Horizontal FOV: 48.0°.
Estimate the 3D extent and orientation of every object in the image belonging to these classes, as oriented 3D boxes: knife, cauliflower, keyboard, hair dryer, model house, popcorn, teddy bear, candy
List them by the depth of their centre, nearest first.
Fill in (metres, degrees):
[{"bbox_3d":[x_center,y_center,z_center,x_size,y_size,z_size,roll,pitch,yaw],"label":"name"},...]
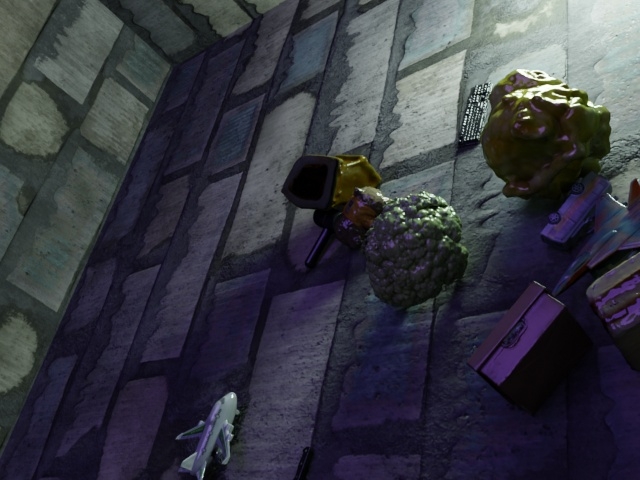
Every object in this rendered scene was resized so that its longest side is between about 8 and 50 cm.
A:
[{"bbox_3d":[0.662,0.085,1.312,0.320,0.179,0.135,-37,39,19],"label":"candy"},{"bbox_3d":[0.528,-0.242,1.685,0.312,0.312,0.312,-28,40,27],"label":"popcorn"},{"bbox_3d":[-0.081,0.617,1.747,0.072,0.019,0.245,-13,43,46],"label":"knife"},{"bbox_3d":[0.232,0.014,1.825,0.275,0.272,0.250,-25,8,9],"label":"cauliflower"},{"bbox_3d":[0.119,-0.068,2.090,0.190,0.140,0.177,-56,38,5],"label":"teddy bear"},{"bbox_3d":[0.452,-0.371,2.098,0.072,0.023,0.231,-9,52,40],"label":"keyboard"},{"bbox_3d":[0.043,-0.193,2.216,0.268,0.239,0.173,13,111,46],"label":"model house"},{"bbox_3d":[0.000,0.000,2.219,0.124,0.071,0.219,23,84,55],"label":"hair dryer"}]

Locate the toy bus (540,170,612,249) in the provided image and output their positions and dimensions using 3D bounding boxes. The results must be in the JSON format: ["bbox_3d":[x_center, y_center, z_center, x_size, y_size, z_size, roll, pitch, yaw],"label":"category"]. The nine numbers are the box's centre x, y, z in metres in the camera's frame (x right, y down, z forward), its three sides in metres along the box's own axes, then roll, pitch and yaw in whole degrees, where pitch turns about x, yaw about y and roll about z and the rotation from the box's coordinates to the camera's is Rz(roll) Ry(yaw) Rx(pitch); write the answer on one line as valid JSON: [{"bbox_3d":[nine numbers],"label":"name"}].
[{"bbox_3d":[0.582,-0.065,1.635,0.075,0.064,0.190,35,86,32],"label":"toy bus"}]

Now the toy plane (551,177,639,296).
[{"bbox_3d":[0.609,0.010,1.507,0.326,0.104,0.223,-50,34,6],"label":"toy plane"}]

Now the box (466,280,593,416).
[{"bbox_3d":[0.421,0.219,1.420,0.215,0.215,0.086,-50,46,-1],"label":"box"}]

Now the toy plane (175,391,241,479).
[{"bbox_3d":[-0.295,0.543,1.994,0.251,0.101,0.255,4,57,49],"label":"toy plane"}]
